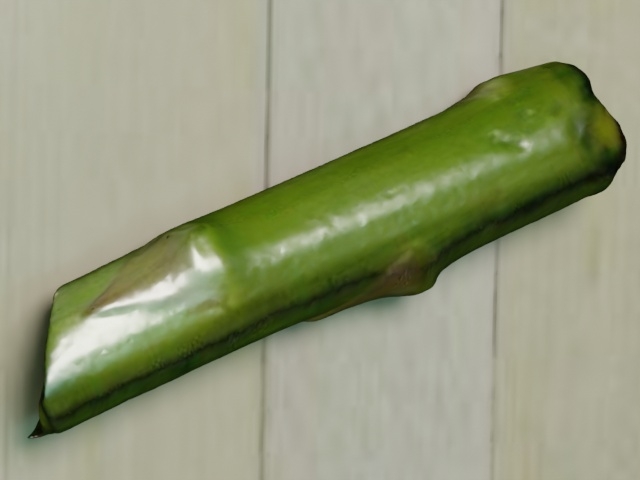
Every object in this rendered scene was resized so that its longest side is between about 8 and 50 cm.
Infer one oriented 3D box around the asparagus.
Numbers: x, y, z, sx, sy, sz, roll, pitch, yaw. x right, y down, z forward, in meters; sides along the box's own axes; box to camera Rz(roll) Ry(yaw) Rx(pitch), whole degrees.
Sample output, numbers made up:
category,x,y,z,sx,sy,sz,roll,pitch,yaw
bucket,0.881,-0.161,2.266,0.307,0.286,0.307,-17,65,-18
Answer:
category,x,y,z,sx,sy,sz,roll,pitch,yaw
asparagus,-0.001,0.000,0.802,0.278,0.060,0.067,-22,120,-21
